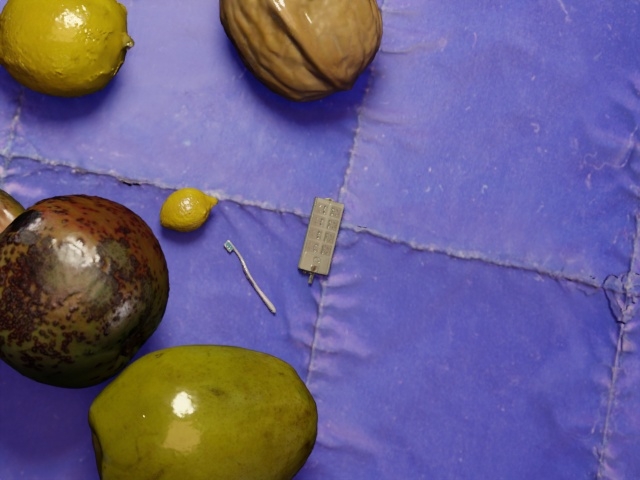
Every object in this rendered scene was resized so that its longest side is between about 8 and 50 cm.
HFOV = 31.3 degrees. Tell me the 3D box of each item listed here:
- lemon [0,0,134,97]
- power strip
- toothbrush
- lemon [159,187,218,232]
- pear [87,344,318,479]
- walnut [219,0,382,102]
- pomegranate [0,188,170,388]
[{"bbox_3d":[-0.371,-0.289,1.629,0.206,0.173,0.173,-6,86,-10],"label":"lemon"},{"bbox_3d":[0.000,0.000,1.743,0.051,0.019,0.136,16,83,-10],"label":"power strip"},{"bbox_3d":[-0.105,0.055,1.725,0.013,0.011,0.131,-35,92,-23],"label":"toothbrush"},{"bbox_3d":[-0.196,-0.045,1.691,0.092,0.065,0.065,-23,89,-6],"label":"lemon"},{"bbox_3d":[-0.164,0.264,1.581,0.307,0.253,0.252,-14,88,-23],"label":"pear"},{"bbox_3d":[-0.028,-0.329,1.670,0.225,0.225,0.261,-36,97,-10],"label":"walnut"},{"bbox_3d":[-0.376,0.037,1.570,0.341,0.285,0.285,39,80,18],"label":"pomegranate"}]
